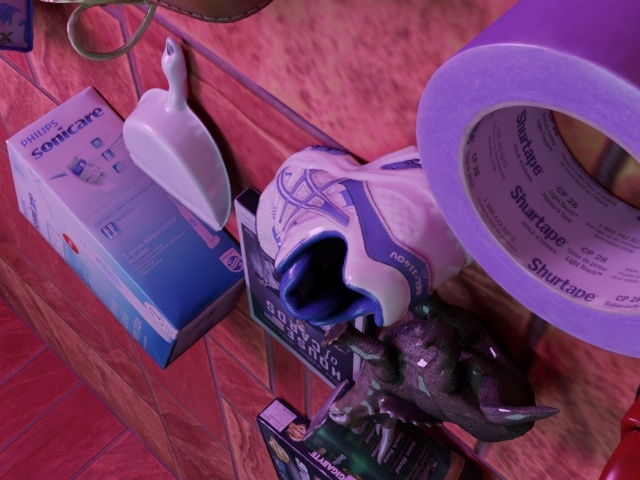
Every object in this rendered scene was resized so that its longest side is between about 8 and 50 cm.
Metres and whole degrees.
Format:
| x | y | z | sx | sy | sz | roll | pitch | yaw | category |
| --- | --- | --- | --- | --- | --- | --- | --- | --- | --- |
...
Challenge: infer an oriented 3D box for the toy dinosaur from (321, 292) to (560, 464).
| x | y | z | sx | sy | sz | roll | pitch | yaw | category |
| --- | --- | --- | --- | --- | --- | --- | --- | --- | --- |
| 0.107 | 0.104 | 0.712 | 0.160 | 0.121 | 0.313 | 45 | 154 | -21 | toy dinosaur |

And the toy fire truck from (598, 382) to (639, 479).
| x | y | z | sx | sy | sz | roll | pitch | yaw | category |
| --- | --- | --- | --- | --- | --- | --- | --- | --- | --- |
| 0.184 | 0.203 | 0.522 | 0.158 | 0.246 | 0.217 | 28 | 149 | 38 | toy fire truck |

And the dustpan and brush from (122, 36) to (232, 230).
| x | y | z | sx | sy | sz | roll | pitch | yaw | category |
| --- | --- | --- | --- | --- | --- | --- | --- | --- | --- |
| -0.143 | -0.114 | 0.860 | 0.147 | 0.060 | 0.211 | 38 | 161 | 20 | dustpan and brush |

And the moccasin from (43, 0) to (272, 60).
| x | y | z | sx | sy | sz | roll | pitch | yaw | category |
| --- | --- | --- | --- | --- | --- | --- | --- | --- | --- |
| -0.154 | -0.221 | 0.606 | 0.380 | 0.139 | 0.147 | 27 | 154 | 36 | moccasin |

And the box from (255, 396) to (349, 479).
| x | y | z | sx | sy | sz | roll | pitch | yaw | category |
| --- | --- | --- | --- | --- | --- | --- | --- | --- | --- |
| -0.002 | 0.349 | 1.297 | 0.175 | 0.051 | 0.220 | 33 | 151 | 32 | box |

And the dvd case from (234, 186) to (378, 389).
| x | y | z | sx | sy | sz | roll | pitch | yaw | category |
| --- | --- | --- | --- | --- | --- | --- | --- | --- | --- |
| -0.014 | 0.069 | 0.930 | 0.179 | 0.029 | 0.238 | 38 | 153 | 23 | dvd case |

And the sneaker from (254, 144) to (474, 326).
| x | y | z | sx | sy | sz | roll | pitch | yaw | category |
| --- | --- | --- | --- | --- | --- | --- | --- | --- | --- |
| 0.000 | 0.000 | 0.681 | 0.112 | 0.131 | 0.296 | 53 | 157 | -14 | sneaker |

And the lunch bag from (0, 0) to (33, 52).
| x | y | z | sx | sy | sz | roll | pitch | yaw | category |
| --- | --- | --- | --- | --- | --- | --- | --- | --- | --- |
| -0.361 | -0.282 | 0.923 | 0.129 | 0.096 | 0.151 | 23 | 116 | 44 | lunch bag |

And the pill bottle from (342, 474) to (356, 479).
| x | y | z | sx | sy | sz | roll | pitch | yaw | category |
| --- | --- | --- | --- | --- | --- | --- | --- | --- | --- |
| 0.122 | 0.431 | 1.055 | 0.318 | 0.176 | 0.176 | 48 | 156 | 2 | pill bottle |

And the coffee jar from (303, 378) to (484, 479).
| x | y | z | sx | sy | sz | roll | pitch | yaw | category |
| --- | --- | --- | --- | --- | --- | --- | --- | --- | --- |
| 0.077 | 0.228 | 0.915 | 0.184 | 0.079 | 0.096 | 34 | 155 | 3 | coffee jar |

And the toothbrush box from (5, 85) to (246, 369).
| x | y | z | sx | sy | sz | roll | pitch | yaw | category |
| --- | --- | --- | --- | --- | --- | --- | --- | --- | --- |
| -0.237 | -0.007 | 1.079 | 0.295 | 0.126 | 0.216 | 48 | 156 | 5 | toothbrush box |

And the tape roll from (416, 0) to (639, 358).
| x | y | z | sx | sy | sz | roll | pitch | yaw | category |
| --- | --- | --- | --- | --- | --- | --- | --- | --- | --- |
| 0.145 | -0.036 | 0.441 | 0.189 | 0.080 | 0.189 | 37 | 153 | 22 | tape roll |
